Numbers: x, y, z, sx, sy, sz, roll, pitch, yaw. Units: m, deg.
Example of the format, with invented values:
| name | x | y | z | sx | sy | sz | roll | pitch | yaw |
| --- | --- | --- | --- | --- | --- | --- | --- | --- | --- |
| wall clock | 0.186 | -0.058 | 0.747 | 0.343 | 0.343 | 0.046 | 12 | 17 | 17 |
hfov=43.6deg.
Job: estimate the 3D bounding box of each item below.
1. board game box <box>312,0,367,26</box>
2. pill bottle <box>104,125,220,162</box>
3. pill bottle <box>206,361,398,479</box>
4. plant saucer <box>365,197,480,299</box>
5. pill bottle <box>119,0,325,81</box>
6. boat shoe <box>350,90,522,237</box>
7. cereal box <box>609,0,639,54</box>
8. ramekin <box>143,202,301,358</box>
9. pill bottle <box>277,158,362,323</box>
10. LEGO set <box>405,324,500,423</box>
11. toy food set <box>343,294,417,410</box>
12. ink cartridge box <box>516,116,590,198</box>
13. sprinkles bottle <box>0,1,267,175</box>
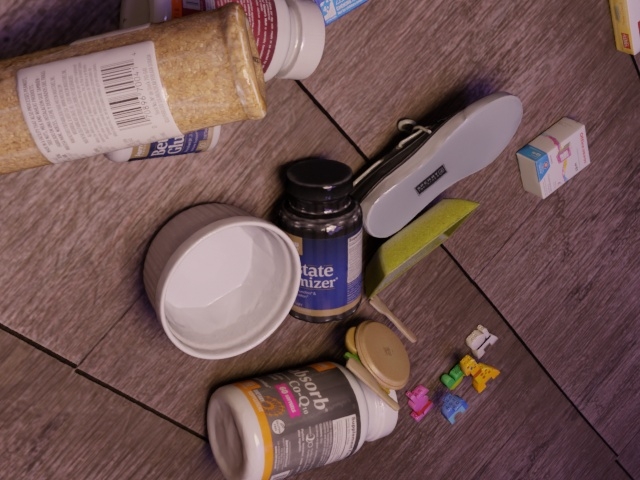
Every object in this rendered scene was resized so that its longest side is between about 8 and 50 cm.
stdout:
| name | x | y | z | sx | sy | sz | roll | pitch | yaw |
| --- | --- | --- | --- | --- | --- | --- | --- | --- | --- |
| board game box | 0.066 | -0.479 | 0.978 | 0.319 | 0.066 | 0.318 | -35 | 130 | -15 |
| pill bottle | -0.212 | -0.142 | 0.946 | 0.169 | 0.094 | 0.094 | -12 | 121 | -30 |
| pill bottle | -0.025 | 0.281 | 1.269 | 0.279 | 0.162 | 0.162 | -9 | 119 | -32 |
| plant saucer | 0.145 | 0.006 | 1.267 | 0.188 | 0.045 | 0.188 | -36 | 171 | -14 |
| pill bottle | -0.112 | -0.248 | 0.942 | 0.221 | 0.121 | 0.121 | -2 | 115 | -35 |
| boat shoe | 0.165 | -0.130 | 1.218 | 0.306 | 0.105 | 0.113 | -42 | 136 | -1 |
| cereal box | 0.598 | -0.459 | 1.383 | 0.240 | 0.047 | 0.173 | -40 | 131 | -12 |
| ramekin | -0.141 | 0.047 | 1.092 | 0.207 | 0.109 | 0.207 | -17 | 123 | -27 |
| pill bottle | 0.000 | 0.000 | 1.158 | 0.123 | 0.123 | 0.219 | -18 | 123 | -27 |
| LEGO set | 0.259 | 0.253 | 1.508 | 0.227 | 0.087 | 0.093 | -45 | 132 | -8 |
| toy food set | 0.092 | 0.184 | 1.292 | 0.132 | 0.192 | 0.038 | 46 | 123 | -12 |
| ink cartridge box | 0.415 | -0.147 | 1.421 | 0.122 | 0.052 | 0.088 | -37 | 130 | -15 |
| sprinkles bottle | -0.237 | -0.143 | 0.811 | 0.356 | 0.121 | 0.121 | -12 | 126 | 3 |
